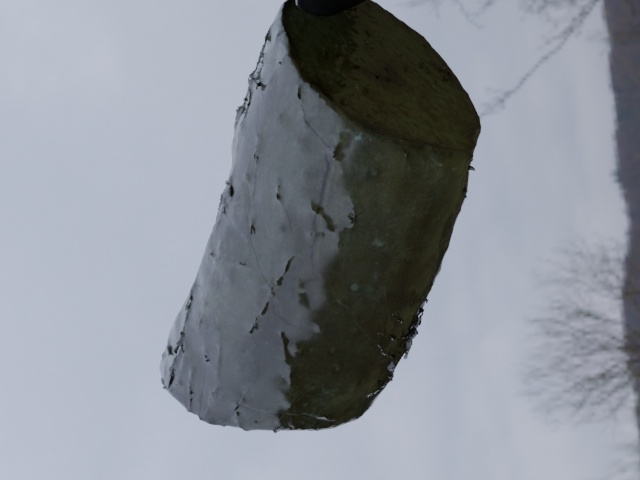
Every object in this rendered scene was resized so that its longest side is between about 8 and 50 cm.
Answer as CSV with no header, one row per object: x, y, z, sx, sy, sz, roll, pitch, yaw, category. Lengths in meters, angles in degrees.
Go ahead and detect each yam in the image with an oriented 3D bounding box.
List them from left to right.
0.000,0.000,0.649,0.254,0.154,0.154,-67,-6,29,yam

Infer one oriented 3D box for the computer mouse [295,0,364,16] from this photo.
0.027,-0.164,0.576,0.062,0.106,0.192,39,-163,-10,computer mouse
